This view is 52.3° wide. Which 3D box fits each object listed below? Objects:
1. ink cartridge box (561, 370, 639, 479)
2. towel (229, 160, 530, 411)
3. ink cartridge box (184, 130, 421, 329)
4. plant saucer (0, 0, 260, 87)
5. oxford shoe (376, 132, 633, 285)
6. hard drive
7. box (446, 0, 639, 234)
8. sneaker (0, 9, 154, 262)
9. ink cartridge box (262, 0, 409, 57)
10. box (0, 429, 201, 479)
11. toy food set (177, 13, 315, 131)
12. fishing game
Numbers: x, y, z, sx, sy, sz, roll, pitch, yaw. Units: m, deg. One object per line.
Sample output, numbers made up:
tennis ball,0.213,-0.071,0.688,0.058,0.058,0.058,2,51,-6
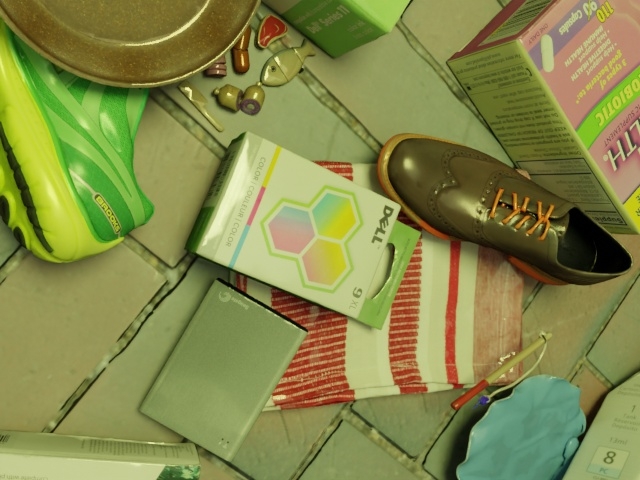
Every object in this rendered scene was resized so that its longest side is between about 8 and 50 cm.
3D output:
ink cartridge box,0.472,0.270,0.826,0.385,0.091,0.308,-46,113,-31
towel,0.072,0.041,0.654,0.329,0.037,0.237,-1,94,-22
ink cartridge box,0.000,0.000,0.575,0.209,0.062,0.109,25,82,-20
plant saucer,-0.130,-0.206,0.438,0.199,0.036,0.198,-11,116,-24
oxford shoe,0.182,-0.032,0.623,0.271,0.098,0.096,22,84,-20
hard drive,-0.085,0.114,0.577,0.094,0.022,0.135,30,91,-2
box,0.297,-0.166,0.686,0.213,0.117,0.243,-44,109,-14
sneaker,-0.206,-0.133,0.503,0.124,0.109,0.295,-17,98,-48
ink cartridge box,-0.051,-0.344,0.525,0.353,0.119,0.207,33,83,-21
box,-0.239,0.318,0.524,0.232,0.058,0.321,9,92,-16
toy food set,-0.065,-0.160,0.588,0.122,0.019,0.078,-48,110,-12
fishing game,0.220,0.226,0.720,0.189,0.041,0.264,-31,120,-18
